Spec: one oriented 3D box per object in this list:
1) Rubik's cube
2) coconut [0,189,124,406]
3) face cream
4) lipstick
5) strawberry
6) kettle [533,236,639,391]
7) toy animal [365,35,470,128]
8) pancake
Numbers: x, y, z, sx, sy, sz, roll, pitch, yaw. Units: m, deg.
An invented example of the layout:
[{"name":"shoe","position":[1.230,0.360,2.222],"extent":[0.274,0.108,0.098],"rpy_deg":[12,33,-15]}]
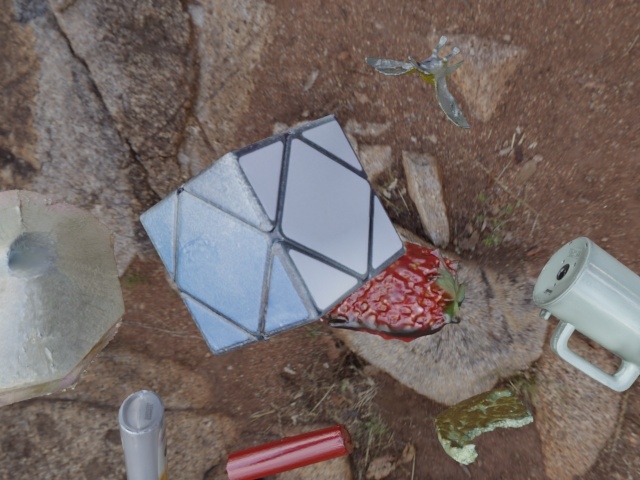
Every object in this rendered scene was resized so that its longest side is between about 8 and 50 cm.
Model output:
[{"name":"Rubik's cube","position":[-0.057,-0.007,0.812],"extent":[0.205,0.207,0.205],"rpy_deg":[-25,93,41]},{"name":"coconut","position":[-0.430,0.087,0.949],"extent":[0.297,0.309,0.298],"rpy_deg":[12,63,-25]},{"name":"face cream","position":[-0.302,0.380,1.135],"extent":[0.073,0.107,0.269],"rpy_deg":[5,126,-4]},{"name":"lipstick","position":[-0.067,0.459,1.412],"extent":[0.279,0.073,0.073],"rpy_deg":[-19,81,14]},{"name":"strawberry","position":[0.093,0.072,1.137],"extent":[0.306,0.233,0.138],"rpy_deg":[3,110,18]},{"name":"kettle","position":[0.705,0.182,1.613],"extent":[0.318,0.205,0.265],"rpy_deg":[33,60,-7]},{"name":"toy animal","position":[0.208,-0.293,1.116],"extent":[0.155,0.095,0.219],"rpy_deg":[-37,71,-22]},{"name":"pancake","position":[0.360,0.389,1.407],"extent":[0.197,0.376,0.054],"rpy_deg":[-10,93,38]}]
